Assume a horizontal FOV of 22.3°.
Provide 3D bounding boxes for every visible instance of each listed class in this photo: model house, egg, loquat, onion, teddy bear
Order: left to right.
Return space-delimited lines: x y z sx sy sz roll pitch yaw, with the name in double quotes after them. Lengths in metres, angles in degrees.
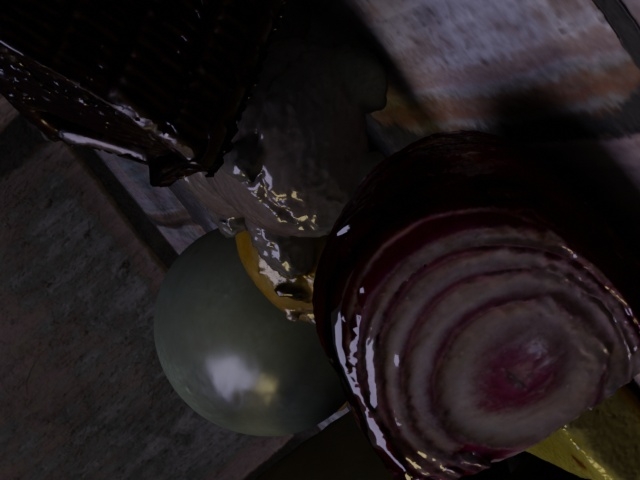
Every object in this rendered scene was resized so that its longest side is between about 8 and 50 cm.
-0.120 -0.209 1.175 0.282 0.317 0.297 19 178 35 "model house"
-0.071 0.106 1.968 0.258 0.258 0.352 53 162 -15 "egg"
-0.041 -0.085 1.340 0.267 0.151 0.236 -164 70 -73 "teddy bear"
0.000 0.000 1.489 0.172 0.149 0.204 53 -155 -4 "loquat"
0.096 0.025 1.097 0.207 0.216 0.206 57 -169 -16 "onion"

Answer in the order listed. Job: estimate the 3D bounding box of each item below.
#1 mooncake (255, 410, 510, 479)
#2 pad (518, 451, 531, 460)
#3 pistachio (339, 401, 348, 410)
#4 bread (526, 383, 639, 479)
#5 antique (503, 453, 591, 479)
0.125 0.403 1.810 0.467 0.262 0.467 52 -161 -26 "mooncake"
0.287 0.286 1.775 0.330 0.004 0.220 50 170 -3 "pad"
-0.042 0.136 2.261 0.260 0.163 0.213 12 130 45 "pistachio"
0.174 0.124 1.458 0.138 0.077 0.361 52 170 -15 "bread"
0.265 0.286 1.637 0.081 0.080 0.221 53 166 -18 "antique"
